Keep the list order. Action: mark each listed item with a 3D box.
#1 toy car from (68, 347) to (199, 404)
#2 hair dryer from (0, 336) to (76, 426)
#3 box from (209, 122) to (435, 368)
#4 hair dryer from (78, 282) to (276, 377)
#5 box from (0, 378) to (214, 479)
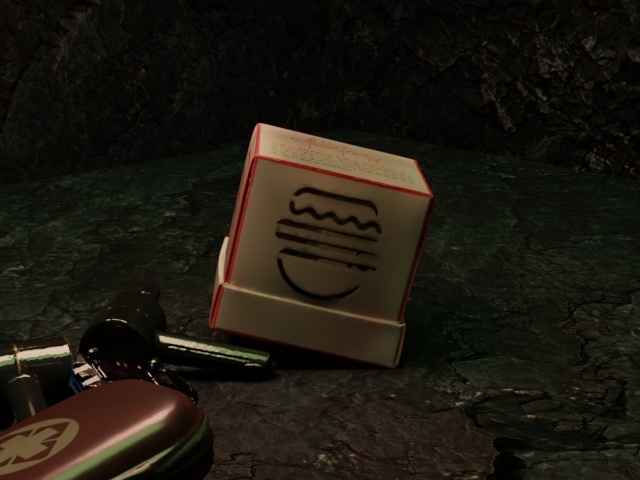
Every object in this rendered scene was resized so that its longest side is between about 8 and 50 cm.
[{"bbox_3d":[-0.268,0.215,1.951,0.216,0.063,0.103,17,21,-48],"label":"toy car"},{"bbox_3d":[-0.416,0.245,1.872,0.189,0.107,0.352,-8,21,-18],"label":"hair dryer"},{"bbox_3d":[0.000,0.000,2.266,0.314,0.300,0.312,13,14,-5],"label":"box"},{"bbox_3d":[-0.216,0.164,2.188,0.302,0.116,0.244,11,15,2],"label":"hair dryer"},{"bbox_3d":[-0.315,0.278,1.513,0.404,0.108,0.263,-27,18,-31],"label":"box"}]
